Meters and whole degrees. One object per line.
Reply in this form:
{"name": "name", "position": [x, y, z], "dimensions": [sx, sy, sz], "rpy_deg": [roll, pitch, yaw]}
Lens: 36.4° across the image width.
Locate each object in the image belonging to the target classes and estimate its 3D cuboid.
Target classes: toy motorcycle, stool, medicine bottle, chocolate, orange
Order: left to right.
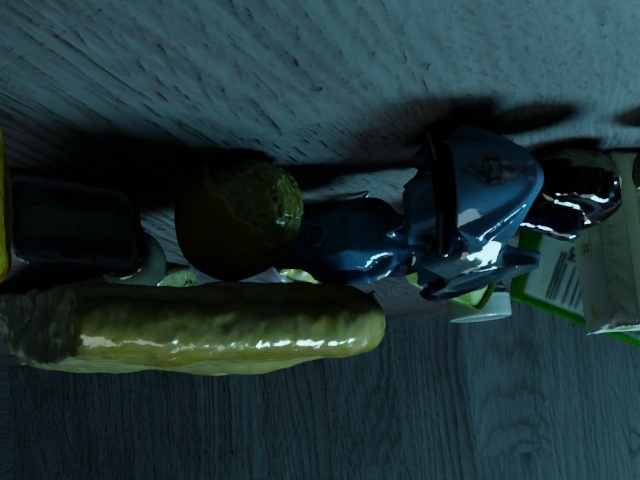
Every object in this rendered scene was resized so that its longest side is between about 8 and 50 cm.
{"name": "stool", "position": [-0.269, 0.025, 1.358], "dimensions": [0.096, 0.096, 0.110], "rpy_deg": [-7, 164, 2]}
{"name": "orange", "position": [-0.093, -0.028, 1.086], "dimensions": [0.156, 0.134, 0.156], "rpy_deg": [-46, 167, -14]}
{"name": "toy motorcycle", "position": [0.117, -0.030, 1.098], "dimensions": [0.416, 0.172, 0.232], "rpy_deg": [-13, 162, 36]}
{"name": "medicine bottle", "position": [0.249, 0.044, 1.578], "dimensions": [0.105, 0.168, 0.105], "rpy_deg": [-6, 170, -1]}
{"name": "chocolate", "position": [0.513, 0.086, 1.607], "dimensions": [0.360, 0.162, 0.341], "rpy_deg": [22, -178, 26]}

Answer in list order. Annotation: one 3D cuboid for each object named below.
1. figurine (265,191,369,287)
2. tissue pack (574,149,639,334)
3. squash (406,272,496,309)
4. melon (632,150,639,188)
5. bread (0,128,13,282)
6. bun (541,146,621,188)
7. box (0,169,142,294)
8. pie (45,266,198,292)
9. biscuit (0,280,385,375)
{"name": "figurine", "position": [0.012, 0.009, 1.375], "dimensions": [0.183, 0.129, 0.208], "rpy_deg": [2, 159, -30]}
{"name": "tissue pack", "position": [0.439, 0.002, 1.283], "dimensions": [0.184, 0.225, 0.124], "rpy_deg": [-2, 170, -23]}
{"name": "squash", "position": [0.201, 0.015, 1.443], "dimensions": [0.122, 0.170, 0.170], "rpy_deg": [4, 177, 32]}
{"name": "melon", "position": [0.429, -0.113, 1.083], "dimensions": [0.160, 0.079, 0.128], "rpy_deg": [-3, 152, -13]}
{"name": "bread", "position": [-0.396, -0.023, 0.764], "dimensions": [0.294, 0.167, 0.132], "rpy_deg": [-4, 170, -16]}
{"name": "bun", "position": [0.311, -0.079, 1.194], "dimensions": [0.115, 0.069, 0.115], "rpy_deg": [9, -175, -1]}
{"name": "box", "position": [-0.400, 0.015, 1.160], "dimensions": [0.369, 0.112, 0.190], "rpy_deg": [-13, 170, 36]}
{"name": "pie", "position": [-0.379, 0.098, 1.775], "dimensions": [0.338, 0.077, 0.339], "rpy_deg": [-7, 174, -1]}
{"name": "biscuit", "position": [-0.149, 0.103, 1.105], "dimensions": [0.446, 0.104, 0.429], "rpy_deg": [4, 171, -36]}
